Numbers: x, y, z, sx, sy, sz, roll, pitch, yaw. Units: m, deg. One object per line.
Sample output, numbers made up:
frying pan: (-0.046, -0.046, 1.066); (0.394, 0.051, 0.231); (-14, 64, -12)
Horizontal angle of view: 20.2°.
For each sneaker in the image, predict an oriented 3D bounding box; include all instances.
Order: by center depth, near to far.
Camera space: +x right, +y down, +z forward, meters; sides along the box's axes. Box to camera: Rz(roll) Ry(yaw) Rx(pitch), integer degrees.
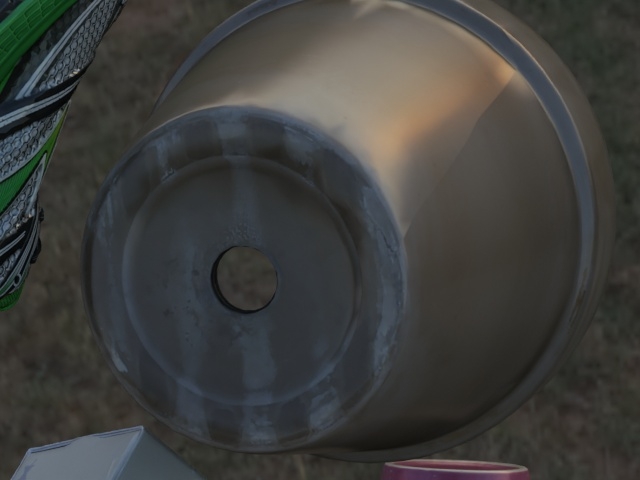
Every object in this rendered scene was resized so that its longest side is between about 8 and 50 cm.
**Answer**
sneaker: (-0.197, -0.053, 0.960); (0.134, 0.146, 0.343); (25, 75, 44)

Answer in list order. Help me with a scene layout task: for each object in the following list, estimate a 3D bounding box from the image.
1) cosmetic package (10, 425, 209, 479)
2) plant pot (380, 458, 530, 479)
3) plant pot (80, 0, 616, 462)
cosmetic package: (-0.074, 0.265, 1.218); (0.160, 0.309, 0.113); (-18, 37, 51)
plant pot: (0.118, 0.288, 1.586); (0.201, 0.201, 0.180); (1, 86, 14)
plant pot: (0.000, 0.000, 1.080); (0.323, 0.323, 0.280); (4, 9, 16)
